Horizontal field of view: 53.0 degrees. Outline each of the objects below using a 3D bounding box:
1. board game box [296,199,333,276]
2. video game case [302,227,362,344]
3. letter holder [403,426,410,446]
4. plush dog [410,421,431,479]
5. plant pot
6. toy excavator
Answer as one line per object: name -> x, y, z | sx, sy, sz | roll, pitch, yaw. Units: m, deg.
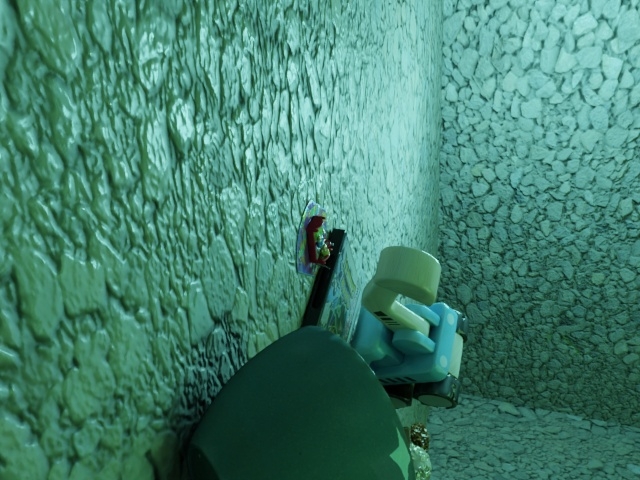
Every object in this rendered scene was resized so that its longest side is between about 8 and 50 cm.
board game box -> 0.000, 0.000, 1.182 | 0.169, 0.033, 0.133 | 27, 72, -73
video game case -> 0.030, 0.153, 1.345 | 0.274, 0.035, 0.248 | 73, 30, -55
letter holder -> 0.129, 0.576, 1.529 | 0.215, 0.152, 0.301 | 14, 83, -47
plush dog -> 0.186, 0.591, 1.725 | 0.211, 0.226, 0.262 | 23, 75, -73
plant pot -> -0.050, 0.275, 0.803 | 0.196, 0.290, 0.290 | -17, 120, -31
toy excavator -> 0.175, 0.197, 1.454 | 0.445, 0.433, 0.222 | 35, 56, -30
